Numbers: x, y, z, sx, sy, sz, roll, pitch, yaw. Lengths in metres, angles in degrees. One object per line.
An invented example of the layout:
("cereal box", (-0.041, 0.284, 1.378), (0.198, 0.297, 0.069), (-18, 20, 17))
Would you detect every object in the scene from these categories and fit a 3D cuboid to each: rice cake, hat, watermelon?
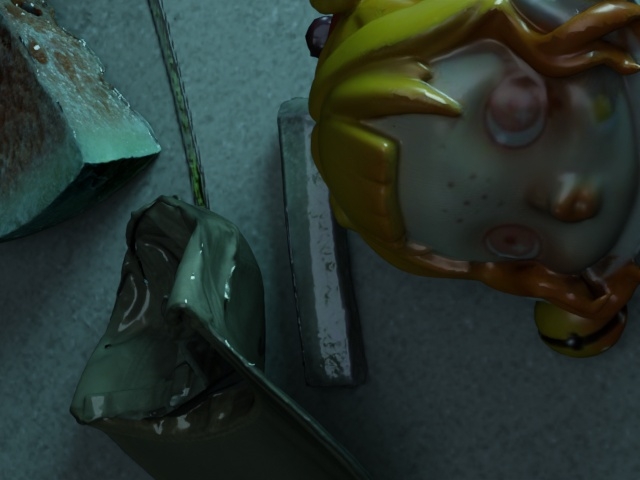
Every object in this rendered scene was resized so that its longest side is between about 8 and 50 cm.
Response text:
("rice cake", (0.000, 0.000, 0.801), (0.047, 0.036, 0.206), (-9, 84, 12))
("hat", (-0.050, 0.092, 0.785), (0.245, 0.149, 0.214), (34, 143, -14))
("watermelon", (-0.235, -0.120, 0.879), (0.154, 0.094, 0.241), (-30, 76, 27))

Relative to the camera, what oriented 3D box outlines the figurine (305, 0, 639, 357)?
("figurine", (0.134, -0.077, 0.669), (0.323, 0.196, 0.320), (4, 129, 11))
